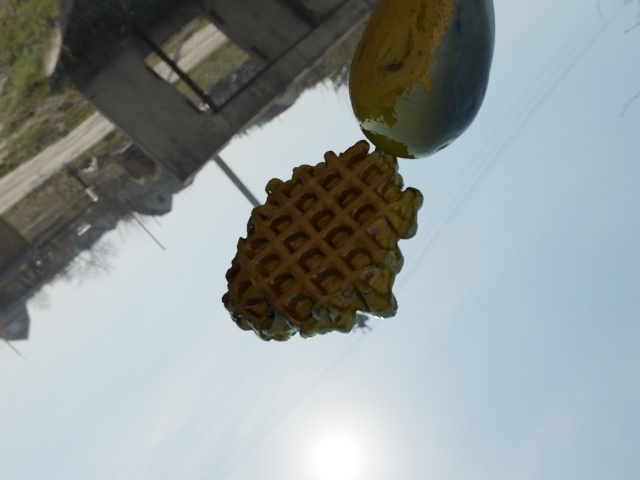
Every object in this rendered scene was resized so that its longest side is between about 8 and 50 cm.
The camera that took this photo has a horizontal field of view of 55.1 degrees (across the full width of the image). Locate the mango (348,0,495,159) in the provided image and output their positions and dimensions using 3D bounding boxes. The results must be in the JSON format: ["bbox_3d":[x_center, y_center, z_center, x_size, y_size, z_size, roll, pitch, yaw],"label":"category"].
[{"bbox_3d":[0.094,-0.168,0.537,0.137,0.195,0.098,-9,-152,-38],"label":"mango"}]

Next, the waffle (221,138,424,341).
[{"bbox_3d":[0.000,0.000,0.677,0.244,0.059,0.237,-11,-128,30],"label":"waffle"}]
